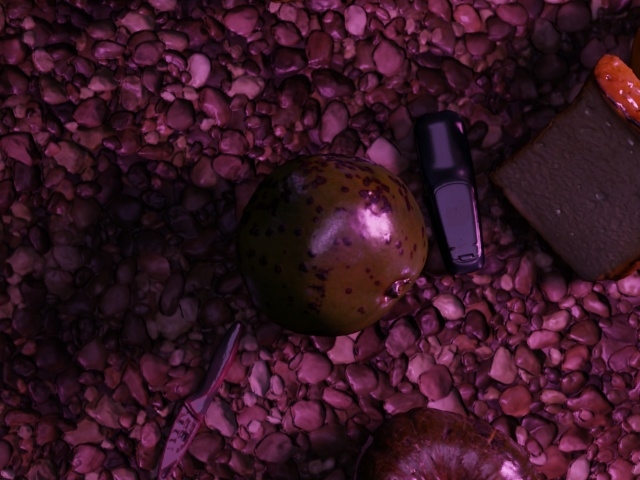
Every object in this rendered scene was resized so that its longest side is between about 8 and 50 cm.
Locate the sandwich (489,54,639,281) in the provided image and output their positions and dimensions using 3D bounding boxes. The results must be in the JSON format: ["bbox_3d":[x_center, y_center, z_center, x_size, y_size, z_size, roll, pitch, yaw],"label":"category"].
[{"bbox_3d":[0.362,-0.080,1.730,0.087,0.251,0.226,-35,81,-37],"label":"sandwich"}]

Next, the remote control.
[{"bbox_3d":[0.175,-0.065,1.830,0.072,0.042,0.222,-10,85,-1],"label":"remote control"}]

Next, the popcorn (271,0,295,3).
[{"bbox_3d":[-0.005,-0.423,1.782,0.250,0.242,0.235,-4,50,36],"label":"popcorn"}]

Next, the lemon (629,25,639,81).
[{"bbox_3d":[0.514,-0.198,1.737,0.236,0.236,0.263,-28,111,0],"label":"lemon"}]

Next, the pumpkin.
[{"bbox_3d":[0.161,0.338,1.722,0.260,0.189,0.260,0,85,1],"label":"pumpkin"}]

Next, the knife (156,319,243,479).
[{"bbox_3d":[-0.165,0.217,1.831,0.035,0.018,0.247,27,88,2],"label":"knife"}]

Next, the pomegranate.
[{"bbox_3d":[0.000,0.000,1.742,0.270,0.254,0.254,26,86,29],"label":"pomegranate"}]
